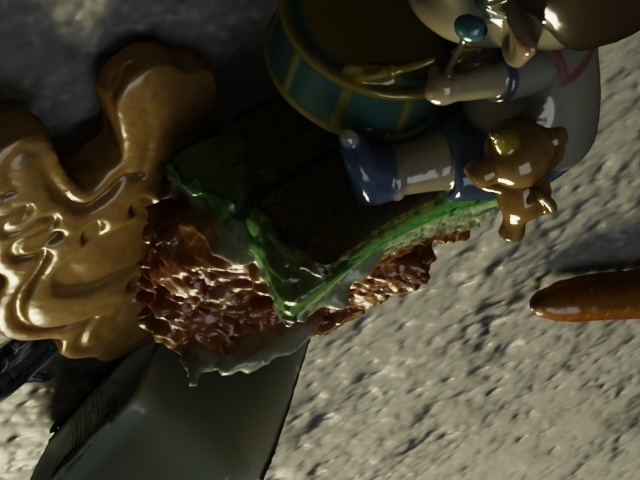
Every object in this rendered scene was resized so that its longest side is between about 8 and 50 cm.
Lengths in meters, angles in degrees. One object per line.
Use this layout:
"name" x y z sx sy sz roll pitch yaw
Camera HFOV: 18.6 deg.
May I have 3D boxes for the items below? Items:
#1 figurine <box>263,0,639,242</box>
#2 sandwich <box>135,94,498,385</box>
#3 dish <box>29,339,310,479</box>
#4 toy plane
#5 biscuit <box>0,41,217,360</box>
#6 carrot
"figurine" 0.078 -0.133 0.809 0.158 0.161 0.275 23 138 -2
"sandwich" 0.007 -0.004 0.972 0.185 0.109 0.160 -22 149 -34
"dish" -0.106 0.122 1.139 0.080 0.182 0.243 33 127 -13
"toy plane" -0.164 0.065 1.078 0.083 0.031 0.078 -32 157 -26
"biscuit" -0.106 -0.005 0.986 0.144 0.040 0.236 -24 149 -8
"carrot" 0.246 0.033 1.316 0.248 0.043 0.043 -5 147 -28
